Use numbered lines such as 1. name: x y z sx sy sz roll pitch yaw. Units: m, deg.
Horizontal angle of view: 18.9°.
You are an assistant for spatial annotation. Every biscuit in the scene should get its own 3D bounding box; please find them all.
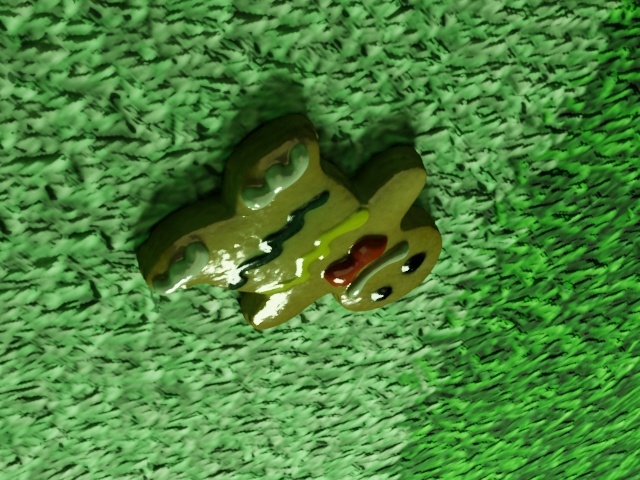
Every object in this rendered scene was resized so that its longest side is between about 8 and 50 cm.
1. biscuit: 0.001 0.001 1.206 0.158 0.035 0.240 -45 146 20
